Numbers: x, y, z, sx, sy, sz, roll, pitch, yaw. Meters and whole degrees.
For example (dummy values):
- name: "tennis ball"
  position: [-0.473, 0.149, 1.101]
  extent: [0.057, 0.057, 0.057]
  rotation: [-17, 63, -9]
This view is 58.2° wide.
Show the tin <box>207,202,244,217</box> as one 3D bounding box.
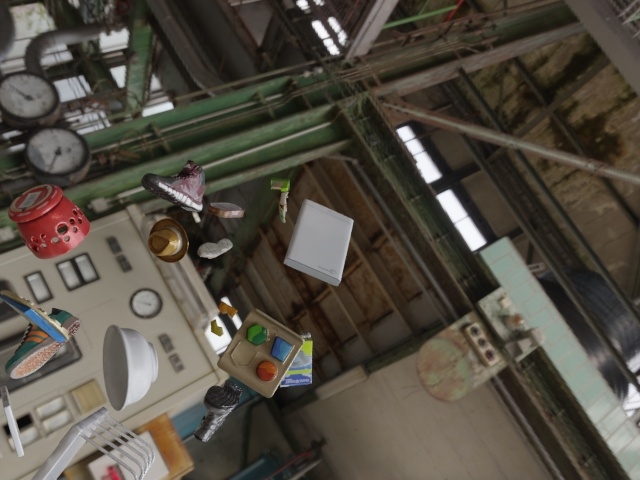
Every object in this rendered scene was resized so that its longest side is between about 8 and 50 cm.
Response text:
- name: "tin"
  position: [-0.414, -0.135, 2.522]
  extent: [0.106, 0.189, 0.040]
  rotation: [21, -76, 28]

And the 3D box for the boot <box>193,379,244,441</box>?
- name: "boot"
  position: [-0.399, 0.660, 2.154]
  extent: [0.118, 0.223, 0.338]
  rotation: [33, -3, 11]

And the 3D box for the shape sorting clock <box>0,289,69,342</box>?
- name: "shape sorting clock"
  position: [-0.736, 0.193, 1.488]
  extent: [0.206, 0.040, 0.206]
  rotation: [29, -27, 17]

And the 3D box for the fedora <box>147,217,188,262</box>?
- name: "fedora"
  position: [-0.613, 0.007, 2.255]
  extent: [0.194, 0.079, 0.194]
  rotation: [6, -77, 24]

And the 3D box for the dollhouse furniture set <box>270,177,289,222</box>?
- name: "dollhouse furniture set"
  position: [-0.129, -0.131, 1.747]
  extent: [0.076, 0.058, 0.152]
  rotation: [94, 0, -47]

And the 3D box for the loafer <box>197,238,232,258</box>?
- name: "loafer"
  position: [-0.287, 0.029, 1.551]
  extent: [0.045, 0.125, 0.039]
  rotation: [50, -59, 11]

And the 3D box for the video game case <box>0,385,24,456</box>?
- name: "video game case"
  position: [-1.245, 0.726, 2.320]
  extent: [0.206, 0.026, 0.227]
  rotation: [19, -60, 56]

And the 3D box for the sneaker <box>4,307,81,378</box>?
- name: "sneaker"
  position: [-0.944, 0.334, 1.909]
  extent: [0.121, 0.302, 0.108]
  rotation: [29, -57, 6]

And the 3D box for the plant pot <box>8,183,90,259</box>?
- name: "plant pot"
  position: [-0.836, -0.065, 1.767]
  extent: [0.191, 0.191, 0.174]
  rotation: [32, -30, 44]

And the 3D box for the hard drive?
- name: "hard drive"
  position: [0.000, 0.000, 2.351]
  extent: [0.233, 0.353, 0.047]
  rotation: [24, -44, -9]

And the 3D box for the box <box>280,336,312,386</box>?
- name: "box"
  position: [-0.086, 0.424, 1.975]
  extent: [0.042, 0.109, 0.178]
  rotation: [-136, -134, -72]

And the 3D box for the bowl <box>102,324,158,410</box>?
- name: "bowl"
  position: [-0.656, 0.436, 2.010]
  extent: [0.298, 0.134, 0.298]
  rotation: [0, -89, 54]

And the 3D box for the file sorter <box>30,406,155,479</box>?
- name: "file sorter"
  position: [-0.467, 0.486, 1.177]
  extent: [0.173, 0.193, 0.278]
  rotation: [36, -13, -2]

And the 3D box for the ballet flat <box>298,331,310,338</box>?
- name: "ballet flat"
  position: [-0.095, 0.428, 2.455]
  extent: [0.041, 0.114, 0.041]
  rotation: [-25, 90, -86]

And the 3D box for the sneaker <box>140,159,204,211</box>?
- name: "sneaker"
  position: [-0.490, -0.214, 1.960]
  extent: [0.106, 0.163, 0.281]
  rotation: [9, -13, 25]

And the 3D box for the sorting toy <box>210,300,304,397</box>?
- name: "sorting toy"
  position: [-0.236, 0.344, 1.894]
  extent: [0.307, 0.229, 0.041]
  rotation: [32, -10, -1]
